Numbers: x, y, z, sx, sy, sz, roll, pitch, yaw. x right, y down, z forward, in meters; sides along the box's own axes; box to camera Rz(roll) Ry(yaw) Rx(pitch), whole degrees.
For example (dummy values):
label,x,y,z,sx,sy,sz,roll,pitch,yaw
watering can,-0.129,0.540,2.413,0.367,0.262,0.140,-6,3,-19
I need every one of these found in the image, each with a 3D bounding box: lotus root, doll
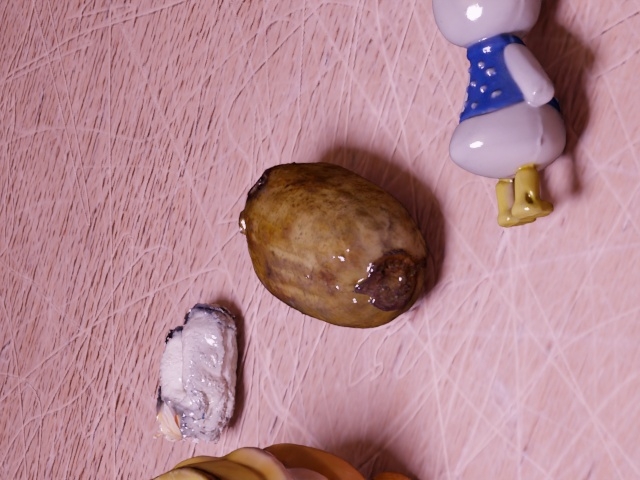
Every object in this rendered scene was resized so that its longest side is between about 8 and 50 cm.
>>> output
label,x,y,z,sx,sy,sz,roll,pitch,yaw
lotus root,0.000,0.000,1.772,0.260,0.128,0.145,26,120,51
doll,0.153,-0.159,1.595,0.138,0.119,0.293,150,110,-66

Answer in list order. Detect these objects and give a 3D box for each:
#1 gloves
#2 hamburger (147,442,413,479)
label,x,y,z,sx,sy,sz,roll,pitch,yaw
gloves,-0.131,0.144,1.988,0.114,0.070,0.153,-8,76,61
hamburger,-0.035,0.318,1.730,0.276,0.236,0.276,11,105,46
